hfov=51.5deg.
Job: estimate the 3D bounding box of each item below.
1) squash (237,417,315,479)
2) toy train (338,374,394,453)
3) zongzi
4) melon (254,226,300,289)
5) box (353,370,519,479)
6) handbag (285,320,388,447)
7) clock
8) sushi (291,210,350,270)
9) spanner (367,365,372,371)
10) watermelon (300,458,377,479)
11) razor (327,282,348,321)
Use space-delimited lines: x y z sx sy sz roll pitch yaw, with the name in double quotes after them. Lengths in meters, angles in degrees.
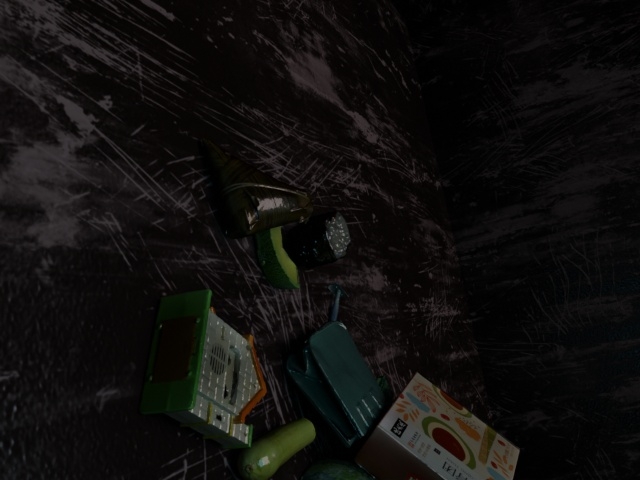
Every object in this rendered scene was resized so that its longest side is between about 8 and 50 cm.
-0.093 0.435 1.382 0.250 0.083 0.083 -3 79 -66 "squash"
0.137 0.507 1.833 0.154 0.115 0.269 59 27 -14 "toy train"
-0.133 -0.141 1.528 0.247 0.111 0.241 -15 85 -41 "zongzi"
-0.113 0.016 1.617 0.118 0.064 0.210 23 53 -60 "melon"
0.308 0.539 1.675 0.344 0.122 0.385 36 20 13 "box"
0.040 0.352 1.651 0.274 0.100 0.268 56 19 3 "handbag"
-0.203 0.251 1.237 0.255 0.106 0.220 53 33 -50 "clock"
0.000 0.000 1.792 0.225 0.127 0.124 -55 126 -70 "sushi"
0.103 0.348 1.960 0.254 0.015 0.054 51 31 -43 "spanner"
0.060 0.617 1.570 0.180 0.224 0.305 -62 163 13 "watermelon"
0.041 0.195 1.894 0.068 0.040 0.135 53 39 -40 "razor"
